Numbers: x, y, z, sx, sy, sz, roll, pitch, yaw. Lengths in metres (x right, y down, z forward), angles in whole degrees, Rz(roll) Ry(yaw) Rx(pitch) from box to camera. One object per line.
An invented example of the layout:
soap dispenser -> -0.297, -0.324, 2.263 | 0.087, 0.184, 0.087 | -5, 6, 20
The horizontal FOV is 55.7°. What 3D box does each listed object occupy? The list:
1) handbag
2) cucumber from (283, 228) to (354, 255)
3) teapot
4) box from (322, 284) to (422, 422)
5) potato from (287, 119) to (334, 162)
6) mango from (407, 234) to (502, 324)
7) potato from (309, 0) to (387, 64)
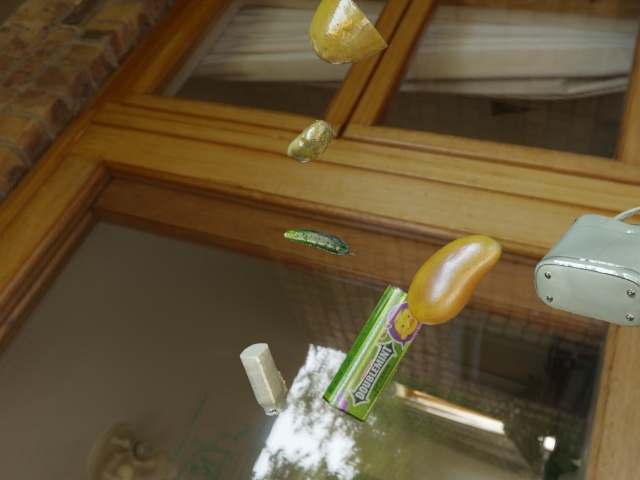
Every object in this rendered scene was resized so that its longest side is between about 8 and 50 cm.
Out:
handbag -> 0.541, 0.027, 1.084 | 0.315, 0.241, 0.109 | -30, -58, -38
cucumber -> 0.000, 0.000, 1.337 | 0.039, 0.168, 0.039 | -165, 90, -75
teapot -> -0.151, 0.393, 1.740 | 0.107, 0.077, 0.200 | -42, -62, -56
box -> 0.147, 0.296, 1.574 | 0.134, 0.097, 0.345 | 36, -97, -28
potato -> -0.024, -0.252, 1.578 | 0.138, 0.070, 0.091 | -44, -26, 27
mango -> 0.213, 0.059, 0.989 | 0.085, 0.102, 0.184 | 23, -66, -36
potato -> 0.047, -0.525, 1.530 | 0.203, 0.158, 0.178 | 52, -168, -13
